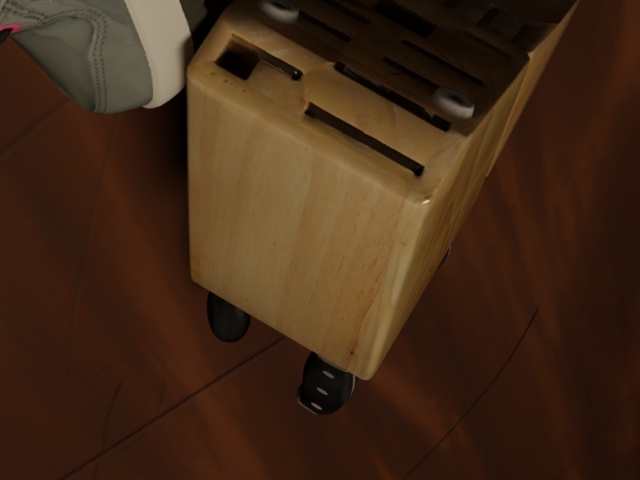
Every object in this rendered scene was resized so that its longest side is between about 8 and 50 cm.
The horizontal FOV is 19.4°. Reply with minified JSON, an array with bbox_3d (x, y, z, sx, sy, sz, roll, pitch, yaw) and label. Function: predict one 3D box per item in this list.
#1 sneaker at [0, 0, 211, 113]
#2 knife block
[{"bbox_3d":[-0.151,-0.080,0.500,0.178,0.124,0.295,-48,143,-8],"label":"sneaker"},{"bbox_3d":[0.000,0.000,0.727,0.242,0.088,0.276,-65,173,27],"label":"knife block"}]
